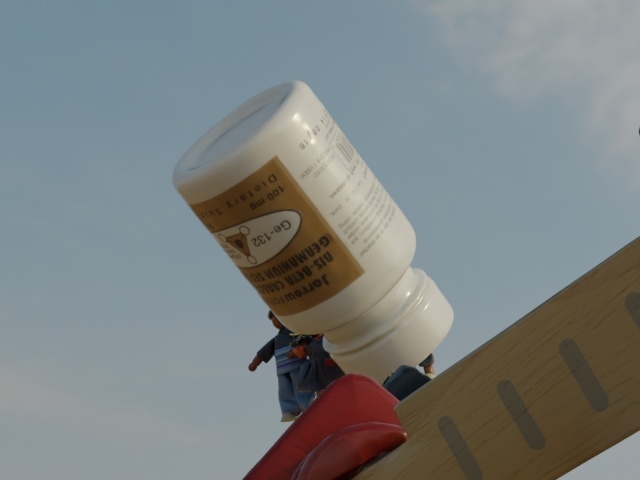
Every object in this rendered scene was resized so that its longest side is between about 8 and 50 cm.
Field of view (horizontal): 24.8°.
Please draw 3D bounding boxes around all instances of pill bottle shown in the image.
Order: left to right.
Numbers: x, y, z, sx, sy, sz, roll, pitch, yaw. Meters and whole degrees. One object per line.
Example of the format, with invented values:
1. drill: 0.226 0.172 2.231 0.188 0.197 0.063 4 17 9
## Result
1. pill bottle: 0.000 0.000 1.147 0.131 0.131 0.229 -18 -64 48

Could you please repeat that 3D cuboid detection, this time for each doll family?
1. doll family: 0.021 0.096 1.341 0.193 0.111 0.076 -15 -13 6

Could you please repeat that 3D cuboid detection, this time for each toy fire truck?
1. toy fire truck: 0.078 0.114 0.457 0.217 0.158 0.246 41 -10 11

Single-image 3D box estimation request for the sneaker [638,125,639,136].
1. sneaker: 0.188 -0.068 0.690 0.083 0.031 0.035 -16 -67 35
